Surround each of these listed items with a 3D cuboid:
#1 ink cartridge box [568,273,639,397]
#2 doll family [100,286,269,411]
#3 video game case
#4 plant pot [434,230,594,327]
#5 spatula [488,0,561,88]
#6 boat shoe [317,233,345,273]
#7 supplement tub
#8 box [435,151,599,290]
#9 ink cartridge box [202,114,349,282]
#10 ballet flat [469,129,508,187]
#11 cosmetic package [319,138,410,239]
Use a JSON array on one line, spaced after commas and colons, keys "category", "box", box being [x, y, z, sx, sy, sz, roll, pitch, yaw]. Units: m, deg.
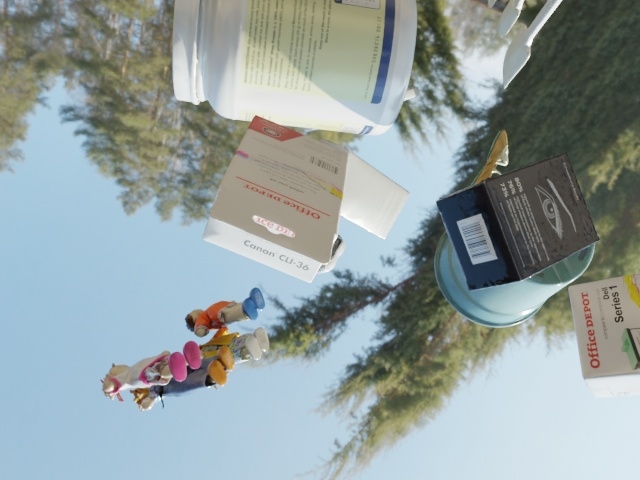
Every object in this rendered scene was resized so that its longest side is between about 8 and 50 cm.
[{"category": "ink cartridge box", "box": [0.630, 0.170, 1.070, 0.117, 0.278, 0.201, 42, -137, -43]}, {"category": "doll family", "box": [-0.177, 0.175, 0.790, 0.263, 0.163, 0.118, -36, -76, -59]}, {"category": "video game case", "box": [0.085, -0.260, 1.132, 0.183, 0.023, 0.201, -13, -169, 28]}, {"category": "plant pot", "box": [0.506, 0.033, 1.484, 0.341, 0.334, 0.341, 1, -107, -4]}, {"category": "spatula", "box": [0.245, -0.310, 0.668, 0.019, 0.242, 0.168, 0, -103, -2]}, {"category": "boat shoe", "box": [0.000, 0.000, 1.173, 0.080, 0.076, 0.228, -8, -166, 12]}, {"category": "supplement tub", "box": [-0.043, -0.290, 0.852, 0.324, 0.236, 0.235, 5, -146, -9]}, {"category": "box", "box": [0.305, -0.030, 0.880, 0.207, 0.108, 0.153, -18, -93, -32]}, {"category": "ink cartridge box", "box": [-0.042, -0.036, 0.564, 0.115, 0.067, 0.198, 22, -145, -8]}, {"category": "ballet flat", "box": [0.535, -0.227, 1.759, 0.073, 0.232, 0.080, 27, 179, 19]}, {"category": "cosmetic package", "box": [0.072, -0.106, 1.221, 0.238, 0.127, 0.107, 29, -177, -43]}]
